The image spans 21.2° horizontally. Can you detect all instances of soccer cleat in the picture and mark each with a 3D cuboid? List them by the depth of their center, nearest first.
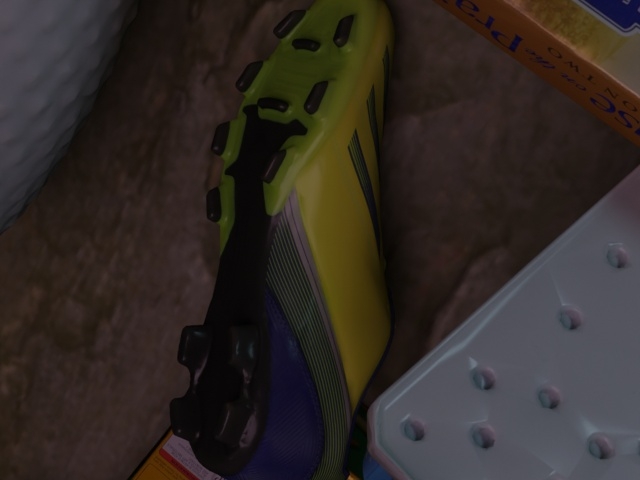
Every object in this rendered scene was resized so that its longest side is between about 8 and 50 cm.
[{"bbox_3d":[-0.001,0.000,0.967,0.093,0.121,0.289,2,76,52],"label":"soccer cleat"}]

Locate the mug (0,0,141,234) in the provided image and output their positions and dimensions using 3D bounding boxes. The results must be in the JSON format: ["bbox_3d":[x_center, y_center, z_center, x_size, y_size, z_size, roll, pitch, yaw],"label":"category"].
[{"bbox_3d":[-0.262,-0.175,0.936,0.374,0.276,0.328,40,122,35],"label":"mug"}]

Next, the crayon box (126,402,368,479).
[{"bbox_3d":[0.011,0.205,1.050,0.278,0.081,0.165,39,113,2],"label":"crayon box"}]

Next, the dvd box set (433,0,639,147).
[{"bbox_3d":[0.239,-0.166,0.800,0.420,0.062,0.307,35,80,3],"label":"dvd box set"}]

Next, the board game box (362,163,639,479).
[{"bbox_3d":[0.271,0.118,0.787,0.390,0.390,0.050,46,150,9],"label":"board game box"}]
